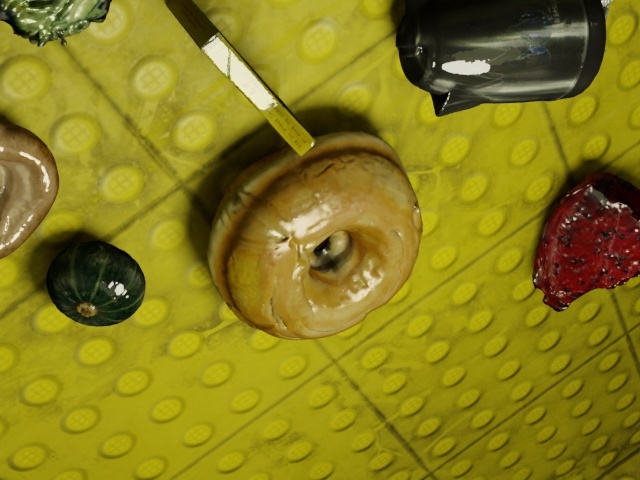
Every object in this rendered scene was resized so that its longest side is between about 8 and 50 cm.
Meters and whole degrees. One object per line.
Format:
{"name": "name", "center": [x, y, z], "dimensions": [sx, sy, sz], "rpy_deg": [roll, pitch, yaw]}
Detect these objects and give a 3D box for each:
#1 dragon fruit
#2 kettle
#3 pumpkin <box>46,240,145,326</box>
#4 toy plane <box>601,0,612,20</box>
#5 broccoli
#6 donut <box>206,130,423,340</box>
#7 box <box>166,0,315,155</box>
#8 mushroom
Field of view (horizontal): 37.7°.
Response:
{"name": "dragon fruit", "center": [0.599, -0.021, 2.147], "dimensions": [0.286, 0.228, 0.329], "rpy_deg": [35, 128, -13]}
{"name": "kettle", "center": [0.280, -0.379, 1.580], "dimensions": [0.324, 0.228, 0.320], "rpy_deg": [-9, 104, -20]}
{"name": "pumpkin", "center": [-0.382, 0.073, 1.598], "dimensions": [0.167, 0.167, 0.125], "rpy_deg": [72, 34, -45]}
{"name": "toy plane", "center": [0.462, -0.484, 1.644], "dimensions": [0.107, 0.182, 0.273], "rpy_deg": [-1, 133, 11]}
{"name": "broccoli", "center": [-0.342, -0.395, 1.217], "dimensions": [0.273, 0.180, 0.242], "rpy_deg": [-35, 153, -28]}
{"name": "donut", "center": [0.000, 0.000, 1.722], "dimensions": [0.449, 0.198, 0.448], "rpy_deg": [-18, 133, -21]}
{"name": "box", "center": [-0.119, -0.257, 1.461], "dimensions": [0.041, 0.153, 0.279], "rpy_deg": [-41, 136, 6]}
{"name": "mushroom", "center": [-0.528, -0.080, 1.374], "dimensions": [0.278, 0.146, 0.278], "rpy_deg": [-15, 123, -25]}
